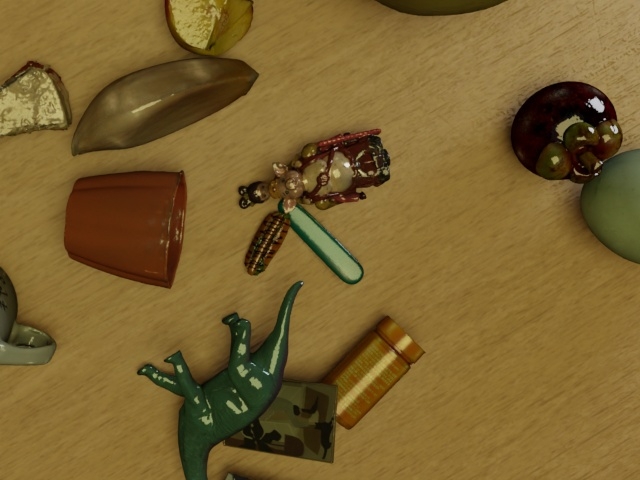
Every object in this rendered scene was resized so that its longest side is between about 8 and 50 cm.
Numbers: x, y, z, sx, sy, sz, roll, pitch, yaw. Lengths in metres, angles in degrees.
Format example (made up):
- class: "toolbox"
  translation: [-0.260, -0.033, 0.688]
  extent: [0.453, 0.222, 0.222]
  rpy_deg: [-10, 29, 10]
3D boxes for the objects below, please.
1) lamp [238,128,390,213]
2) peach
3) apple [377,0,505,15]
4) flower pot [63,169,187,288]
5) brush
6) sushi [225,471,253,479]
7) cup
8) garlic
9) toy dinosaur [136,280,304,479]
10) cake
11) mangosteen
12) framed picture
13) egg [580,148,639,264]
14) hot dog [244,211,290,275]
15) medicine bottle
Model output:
- class: "lamp"
  translation: [-0.011, -0.106, 1.903]
  extent: [0.253, 0.118, 0.118]
  rpy_deg: [-14, 102, -10]
- class: "peach"
  translation: [-0.188, -0.366, 1.820]
  extent: [0.151, 0.118, 0.151]
  rpy_deg: [-28, 134, -33]
- class: "apple"
  translation: [0.190, -0.556, 1.712]
  extent: [0.474, 0.473, 0.473]
  rpy_deg: [-2, 100, -11]
- class: "flower pot"
  translation: [-0.310, -0.024, 1.830]
  extent: [0.173, 0.190, 0.190]
  rpy_deg: [6, 99, -2]
- class: "brush"
  translation: [0.000, 0.000, 1.968]
  extent: [0.043, 0.032, 0.193]
  rpy_deg: [-44, 93, 4]
- class: "sushi"
  translation: [-0.081, 0.567, 2.031]
  extent: [0.292, 0.059, 0.294]
  rpy_deg: [21, 97, -9]
- class: "cup"
  translation: [-0.534, 0.140, 1.781]
  extent: [0.258, 0.234, 0.186]
  rpy_deg: [21, 96, -16]
- class: "garlic"
  translation: [-0.250, -0.222, 1.824]
  extent: [0.318, 0.143, 0.112]
  rpy_deg: [-16, 72, -12]
- class: "toy dinosaur"
  translation: [-0.120, 0.299, 1.926]
  extent: [0.383, 0.129, 0.331]
  rpy_deg: [-28, 96, 4]
- class: "cake"
  translation: [-0.505, -0.214, 1.797]
  extent: [0.220, 0.086, 0.116]
  rpy_deg: [-8, 102, -10]
- class: "mangosteen"
  translation: [0.416, -0.172, 1.931]
  extent: [0.200, 0.200, 0.200]
  rpy_deg: [-2, 100, -11]
- class: "framed picture"
  translation: [-0.070, 0.300, 1.963]
  extent: [0.201, 0.010, 0.136]
  rpy_deg: [6, 100, 17]
- class: "egg"
  translation: [0.583, -0.054, 1.981]
  extent: [0.283, 0.203, 0.203]
  rpy_deg: [12, 97, -11]
- class: "hot dog"
  translation: [-0.091, 0.005, 1.940]
  extent: [0.049, 0.037, 0.122]
  rpy_deg: [27, 93, 9]
- class: "medicine bottle"
  translation: [0.082, 0.228, 1.987]
  extent: [0.192, 0.096, 0.096]
  rpy_deg: [-45, 105, -2]
